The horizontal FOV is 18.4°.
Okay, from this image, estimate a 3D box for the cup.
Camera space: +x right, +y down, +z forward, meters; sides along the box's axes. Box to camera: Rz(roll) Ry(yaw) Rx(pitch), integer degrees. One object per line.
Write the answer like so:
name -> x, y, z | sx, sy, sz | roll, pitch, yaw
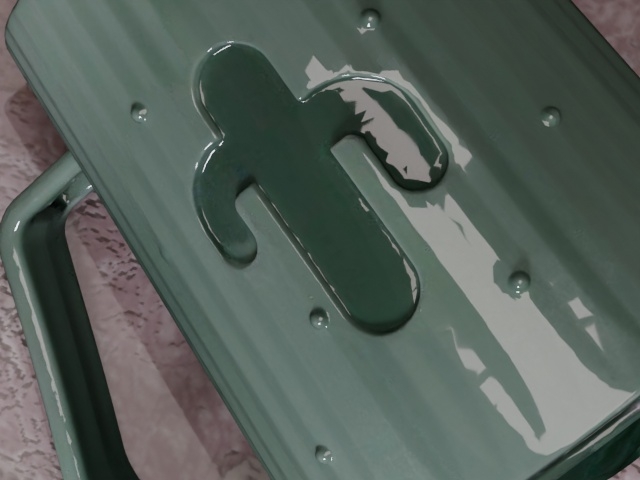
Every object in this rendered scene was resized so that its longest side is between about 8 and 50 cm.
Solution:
cup -> 0.005, -0.006, 1.101 | 0.401, 0.310, 0.392 | -36, 87, -12
